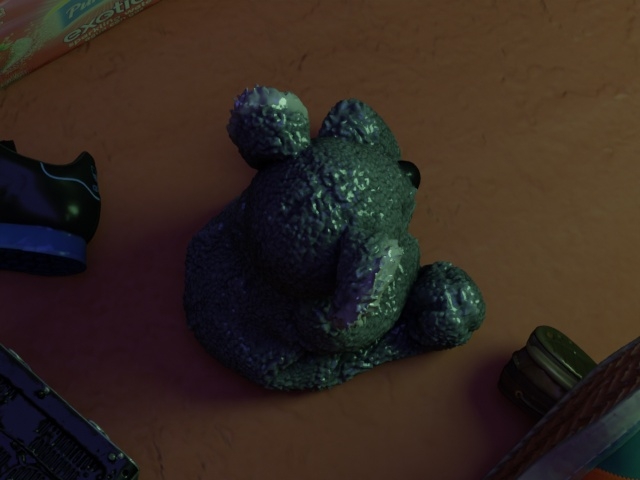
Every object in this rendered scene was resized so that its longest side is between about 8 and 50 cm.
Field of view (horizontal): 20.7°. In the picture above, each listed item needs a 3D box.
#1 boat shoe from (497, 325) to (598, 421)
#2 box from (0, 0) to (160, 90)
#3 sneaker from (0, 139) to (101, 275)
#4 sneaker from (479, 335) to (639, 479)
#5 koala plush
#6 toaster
[{"bbox_3d":[0.201,0.141,1.249,0.178,0.064,0.060,45,111,6],"label":"boat shoe"},{"bbox_3d":[-0.194,-0.240,1.295,0.300,0.142,0.154,-30,78,-10],"label":"box"},{"bbox_3d":[-0.275,-0.036,1.269,0.232,0.081,0.090,10,71,-7],"label":"sneaker"},{"bbox_3d":[0.190,0.175,1.176,0.121,0.108,0.302,42,109,-5],"label":"sneaker"},{"bbox_3d":[0.000,0.000,1.191,0.203,0.221,0.196,-26,77,-9],"label":"koala plush"},{"bbox_3d":[-0.236,0.173,1.189,0.168,0.110,0.185,39,76,9],"label":"toaster"}]
